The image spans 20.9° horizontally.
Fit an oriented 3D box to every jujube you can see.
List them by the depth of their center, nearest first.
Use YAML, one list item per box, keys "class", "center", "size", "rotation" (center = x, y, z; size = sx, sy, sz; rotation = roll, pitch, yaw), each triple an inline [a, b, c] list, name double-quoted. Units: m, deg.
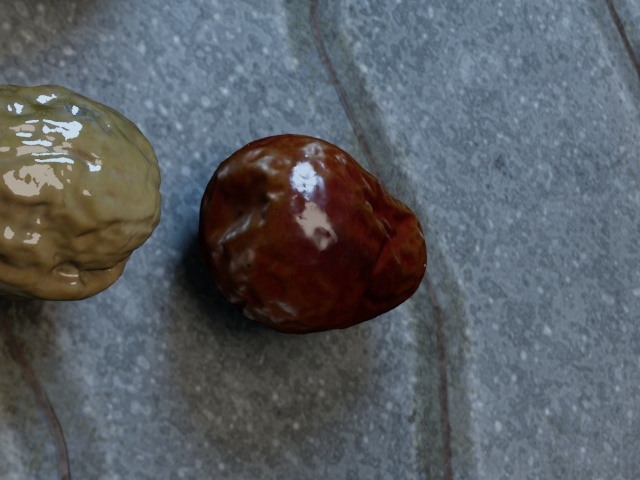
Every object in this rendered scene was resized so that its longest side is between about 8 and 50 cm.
- class: "jujube"
  center: [0.000, 0.000, 1.662]
  size: [0.255, 0.190, 0.190]
  rotation: [10, 73, -47]

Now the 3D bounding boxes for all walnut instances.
- class: "walnut"
  center: [-0.244, -0.039, 1.443]
  size: [0.245, 0.198, 0.198]
  rotation: [11, 72, -47]
